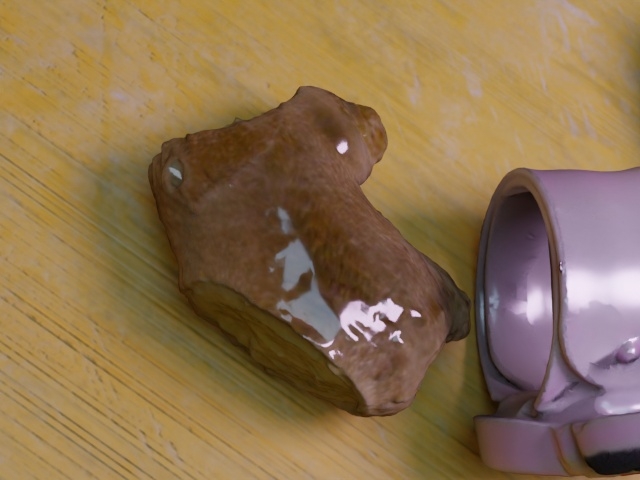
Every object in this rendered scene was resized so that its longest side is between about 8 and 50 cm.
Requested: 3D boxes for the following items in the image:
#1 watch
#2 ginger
[{"bbox_3d":[0.218,0.056,1.116,0.196,0.244,0.231,2,82,-12],"label":"watch"},{"bbox_3d":[0.000,0.000,1.143,0.276,0.130,0.221,30,61,-9],"label":"ginger"}]
